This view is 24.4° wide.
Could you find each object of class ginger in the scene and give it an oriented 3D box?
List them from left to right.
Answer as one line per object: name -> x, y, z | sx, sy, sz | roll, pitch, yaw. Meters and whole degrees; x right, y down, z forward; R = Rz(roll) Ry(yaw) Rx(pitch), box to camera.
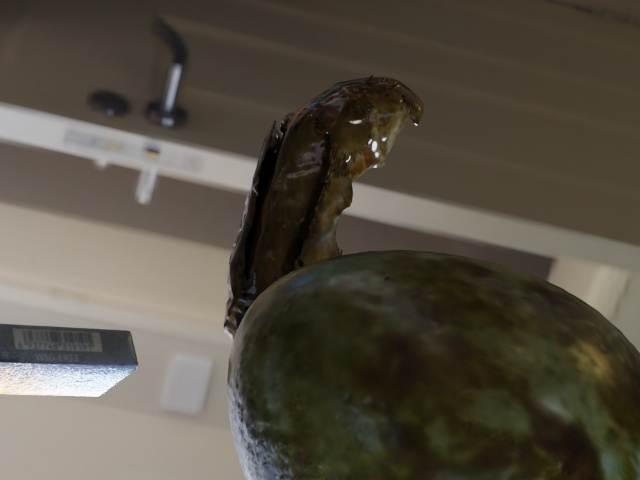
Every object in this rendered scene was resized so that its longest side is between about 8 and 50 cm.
ginger -> -0.011, -0.007, 1.286 | 0.107, 0.133, 0.309 | 39, 68, -64

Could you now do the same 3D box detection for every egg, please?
egg -> 0.076, 0.125, 0.880 | 0.238, 0.289, 0.238 | -57, -175, 7

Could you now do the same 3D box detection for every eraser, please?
eraser -> -0.303, 0.123, 1.532 | 0.092, 0.212, 0.046 | -36, -123, 44
